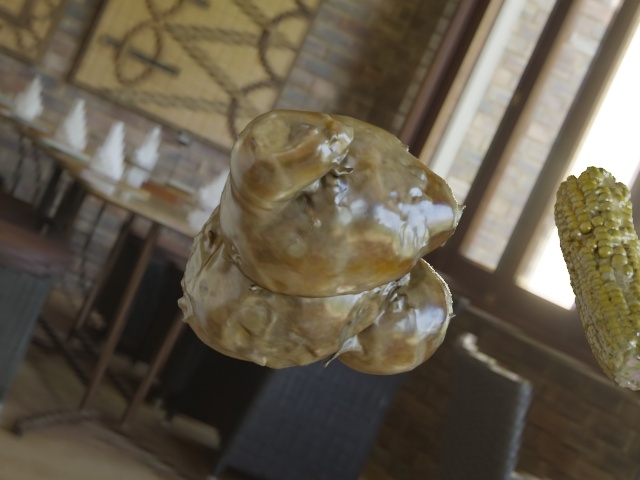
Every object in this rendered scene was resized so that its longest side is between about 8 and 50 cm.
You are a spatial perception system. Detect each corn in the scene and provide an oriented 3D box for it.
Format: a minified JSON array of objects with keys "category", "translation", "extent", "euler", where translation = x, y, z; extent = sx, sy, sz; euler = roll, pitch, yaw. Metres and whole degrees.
[{"category":"corn","translation":[0.294,0.029,1.450],"extent":[0.086,0.086,0.288],"euler":[23,39,-24]}]

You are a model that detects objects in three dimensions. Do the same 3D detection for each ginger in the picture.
[{"category":"ginger","translation":[0.000,0.000,1.212],"extent":[0.256,0.176,0.375],"euler":[2,-28,1]}]
